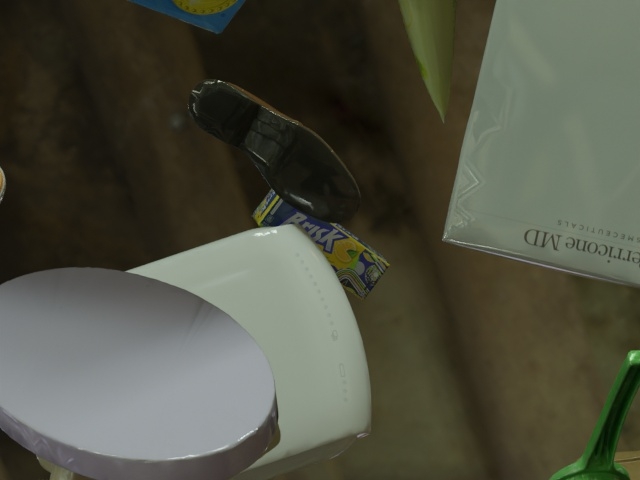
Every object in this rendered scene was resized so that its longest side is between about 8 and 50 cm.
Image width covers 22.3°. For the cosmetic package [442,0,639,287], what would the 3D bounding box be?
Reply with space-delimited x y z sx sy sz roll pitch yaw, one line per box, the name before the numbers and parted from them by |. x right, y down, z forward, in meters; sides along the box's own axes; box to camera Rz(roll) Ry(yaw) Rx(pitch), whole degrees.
cosmetic package | 0.263 -0.157 1.541 0.156 0.217 0.385 18 -97 -79

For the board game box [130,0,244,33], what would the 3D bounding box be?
board game box | -0.126 -0.322 1.149 0.302 0.086 0.308 16 -49 -32

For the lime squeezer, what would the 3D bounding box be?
lime squeezer | 0.174 0.199 1.070 0.110 0.058 0.310 -56 -29 -70

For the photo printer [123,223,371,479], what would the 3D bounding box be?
photo printer | -0.108 0.133 1.682 0.307 0.256 0.107 -18 -11 0

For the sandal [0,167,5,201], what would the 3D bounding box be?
sandal | -0.465 -0.002 1.885 0.265 0.102 0.076 -59 -9 -21

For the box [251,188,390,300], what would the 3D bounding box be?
box | 0.000 0.000 1.997 0.059 0.169 0.054 -53 17 4

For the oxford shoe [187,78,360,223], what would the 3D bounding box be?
oxford shoe | -0.037 -0.099 1.694 0.076 0.212 0.076 -52 -9 15

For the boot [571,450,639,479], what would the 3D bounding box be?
boot | 0.430 0.269 1.985 0.269 0.089 0.236 -5 16 -11

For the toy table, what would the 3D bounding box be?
toy table | -0.137 0.145 1.186 0.252 0.274 0.161 -24 -53 -25

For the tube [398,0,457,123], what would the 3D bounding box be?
tube | 0.087 -0.210 1.349 0.070 0.062 0.240 -55 -26 -30
